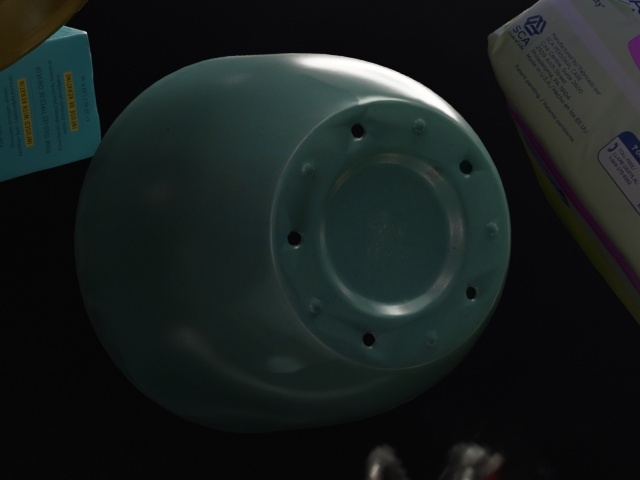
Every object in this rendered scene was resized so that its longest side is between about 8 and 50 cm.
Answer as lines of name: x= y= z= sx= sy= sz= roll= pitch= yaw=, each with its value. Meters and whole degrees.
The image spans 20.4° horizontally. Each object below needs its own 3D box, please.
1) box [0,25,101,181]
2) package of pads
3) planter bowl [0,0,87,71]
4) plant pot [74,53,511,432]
box: x=-0.283 y=-0.086 z=1.299 sx=0.244 sy=0.101 sz=0.060 roll=-19 pitch=-156 yaw=-34
package of pads: x=0.203 y=0.001 z=0.930 sx=0.101 sy=0.296 sz=0.229 roll=-36 pitch=-107 yaw=4
planter bowl: x=-0.216 y=-0.154 z=0.899 sx=0.217 sy=0.217 sz=0.090 roll=-22 pitch=-107 yaw=-23
plant pot: x=0.000 y=0.000 z=1.275 sx=0.293 sy=0.235 sz=0.293 roll=1 pitch=-92 yaw=-26
